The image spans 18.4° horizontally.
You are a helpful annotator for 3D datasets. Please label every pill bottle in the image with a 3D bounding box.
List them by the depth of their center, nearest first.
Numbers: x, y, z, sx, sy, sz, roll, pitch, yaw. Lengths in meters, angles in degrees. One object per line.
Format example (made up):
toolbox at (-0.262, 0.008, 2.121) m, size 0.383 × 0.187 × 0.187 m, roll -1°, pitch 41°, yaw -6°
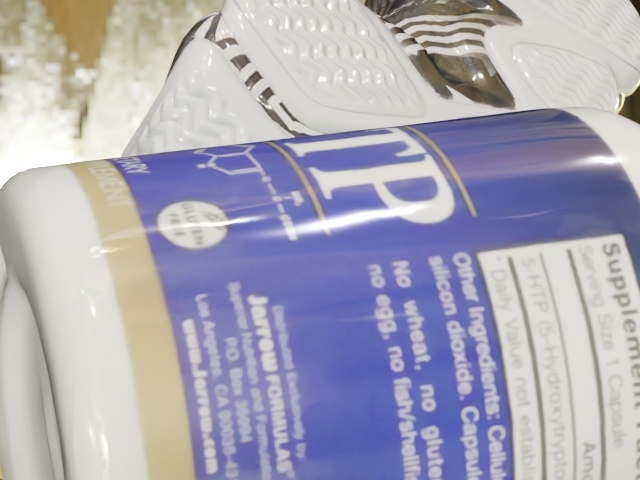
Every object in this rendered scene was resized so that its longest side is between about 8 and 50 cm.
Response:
pill bottle at (0.029, 0.029, 0.423) m, size 0.112 × 0.186 × 0.112 m, roll 173°, pitch -90°, yaw -72°

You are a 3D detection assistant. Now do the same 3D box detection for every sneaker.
sneaker at (0.000, 0.000, 0.768) m, size 0.210 × 0.137 × 0.366 m, roll -52°, pitch 174°, yaw 30°

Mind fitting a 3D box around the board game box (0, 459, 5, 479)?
board game box at (-0.156, -0.022, 0.420) m, size 0.243 × 0.042 × 0.165 m, roll 33°, pitch 27°, yaw -58°
